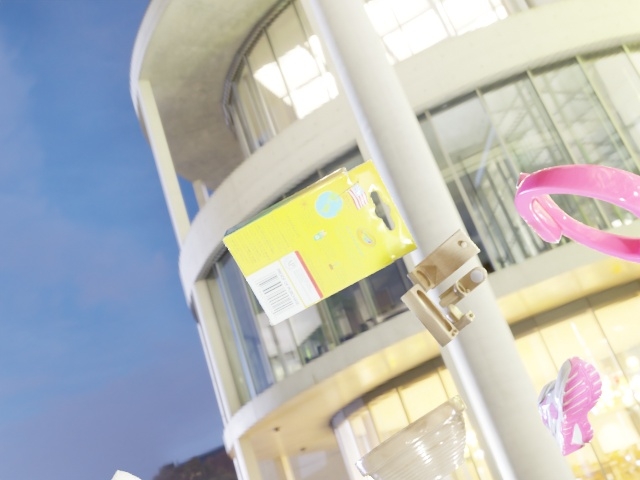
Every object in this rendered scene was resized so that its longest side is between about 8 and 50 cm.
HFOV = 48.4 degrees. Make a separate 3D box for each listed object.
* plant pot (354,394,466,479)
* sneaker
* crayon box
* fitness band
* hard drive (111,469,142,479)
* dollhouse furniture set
[{"bbox_3d":[0.191,0.398,1.331,0.237,0.110,0.237,-31,-17,-11],"label":"plant pot"},{"bbox_3d":[0.499,0.327,1.468,0.103,0.111,0.252,-18,-53,-18],"label":"sneaker"},{"bbox_3d":[0.000,0.000,1.370,0.318,0.202,0.081,-27,12,5],"label":"crayon box"},{"bbox_3d":[0.402,-0.034,1.036,0.209,0.054,0.291,12,-13,41],"label":"fitness band"},{"bbox_3d":[-0.173,0.387,0.692,0.040,0.210,0.319,-58,4,22],"label":"hard drive"},{"bbox_3d":[0.240,0.083,1.299,0.123,0.144,0.151,-43,-8,26],"label":"dollhouse furniture set"}]
